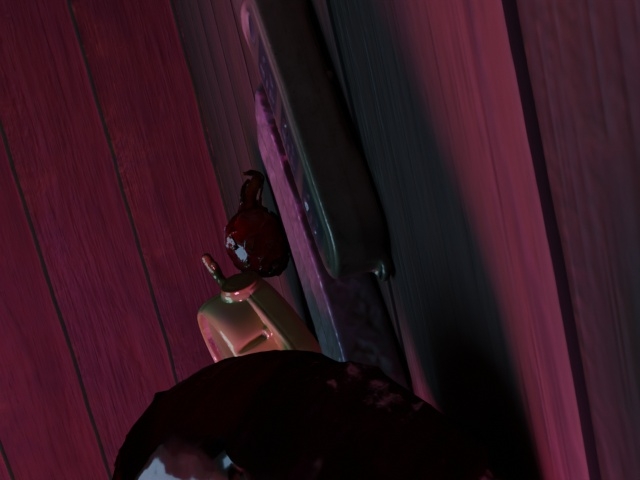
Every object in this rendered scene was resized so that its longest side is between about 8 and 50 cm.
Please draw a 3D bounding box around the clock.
[{"bbox_3d":[-0.084,0.154,1.121,0.308,0.096,0.235,48,159,36],"label":"clock"}]

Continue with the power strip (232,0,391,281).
[{"bbox_3d":[-0.010,-0.097,0.621,0.080,0.048,0.286,97,155,-71],"label":"power strip"}]

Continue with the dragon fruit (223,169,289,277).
[{"bbox_3d":[-0.099,-0.023,1.192,0.094,0.094,0.191,86,170,-53],"label":"dragon fruit"}]

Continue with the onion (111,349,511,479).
[{"bbox_3d":[0.004,0.164,0.475,0.219,0.252,0.252,-43,-49,-48],"label":"onion"}]

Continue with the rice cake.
[{"bbox_3d":[0.000,0.002,0.701,0.106,0.050,0.298,97,156,-69],"label":"rice cake"}]
